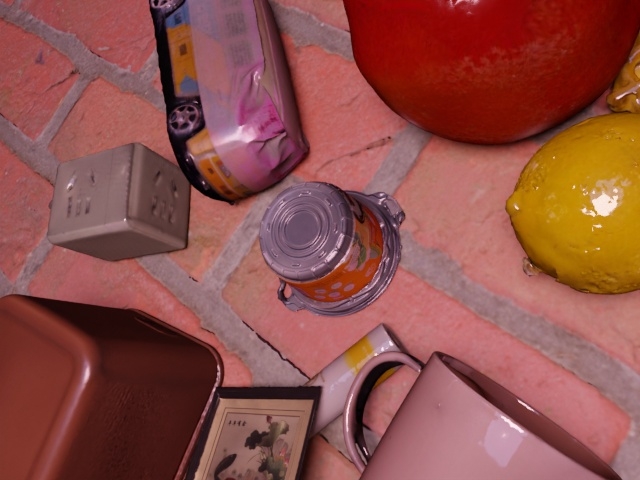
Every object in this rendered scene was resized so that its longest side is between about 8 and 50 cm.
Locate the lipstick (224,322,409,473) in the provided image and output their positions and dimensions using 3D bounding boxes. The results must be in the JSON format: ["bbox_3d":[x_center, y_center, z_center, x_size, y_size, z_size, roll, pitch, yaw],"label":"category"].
[{"bbox_3d":[-0.007,0.205,0.630,0.264,0.059,0.059,-40,62,8],"label":"lipstick"}]

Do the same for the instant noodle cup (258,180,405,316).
[{"bbox_3d":[0.000,0.000,0.651,0.177,0.125,0.208,35,91,29],"label":"instant noodle cup"}]

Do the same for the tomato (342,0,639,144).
[{"bbox_3d":[0.189,-0.277,0.566,0.290,0.293,0.325,20,74,40],"label":"tomato"}]

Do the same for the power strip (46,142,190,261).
[{"bbox_3d":[-0.341,-0.050,0.815,0.224,0.139,0.140,-10,71,21],"label":"power strip"}]

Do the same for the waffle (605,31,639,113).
[{"bbox_3d":[0.460,-0.196,0.542,0.291,0.051,0.291,-6,73,21],"label":"waffle"}]

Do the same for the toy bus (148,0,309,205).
[{"bbox_3d":[-0.134,-0.254,0.768,0.162,0.171,0.386,-19,68,15],"label":"toy bus"}]

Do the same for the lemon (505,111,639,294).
[{"bbox_3d":[0.291,-0.037,0.505,0.206,0.173,0.173,-25,65,-1],"label":"lemon"}]

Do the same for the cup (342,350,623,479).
[{"bbox_3d":[0.116,0.228,0.498,0.253,0.191,0.200,35,94,37],"label":"cup"}]

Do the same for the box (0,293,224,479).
[{"bbox_3d":[-0.333,0.259,0.667,0.239,0.229,0.339,18,82,29],"label":"box"}]

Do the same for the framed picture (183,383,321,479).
[{"bbox_3d":[-0.093,0.266,0.600,0.195,0.010,0.199,-13,48,37],"label":"framed picture"}]
